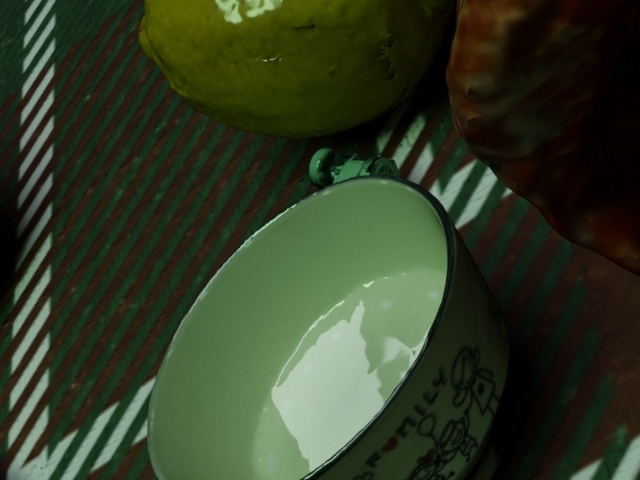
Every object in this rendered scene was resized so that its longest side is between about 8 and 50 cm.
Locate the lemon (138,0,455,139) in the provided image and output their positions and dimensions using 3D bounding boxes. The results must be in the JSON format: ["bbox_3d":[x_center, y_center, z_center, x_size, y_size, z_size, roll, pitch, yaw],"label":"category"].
[{"bbox_3d":[-0.015,-0.174,1.442,0.260,0.204,0.204,-9,49,29],"label":"lemon"}]

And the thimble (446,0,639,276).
[{"bbox_3d":[0.237,-0.147,1.010,0.350,0.350,0.230,-23,42,34],"label":"thimble"}]

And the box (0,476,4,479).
[{"bbox_3d":[-0.261,0.184,1.503,0.036,0.050,0.117,-47,31,-10],"label":"box"}]

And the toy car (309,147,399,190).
[{"bbox_3d":[0.000,0.000,1.386,0.073,0.054,0.143,8,59,51],"label":"toy car"}]

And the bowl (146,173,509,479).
[{"bbox_3d":[0.020,0.088,1.207,0.238,0.126,0.237,-30,38,27],"label":"bowl"}]
